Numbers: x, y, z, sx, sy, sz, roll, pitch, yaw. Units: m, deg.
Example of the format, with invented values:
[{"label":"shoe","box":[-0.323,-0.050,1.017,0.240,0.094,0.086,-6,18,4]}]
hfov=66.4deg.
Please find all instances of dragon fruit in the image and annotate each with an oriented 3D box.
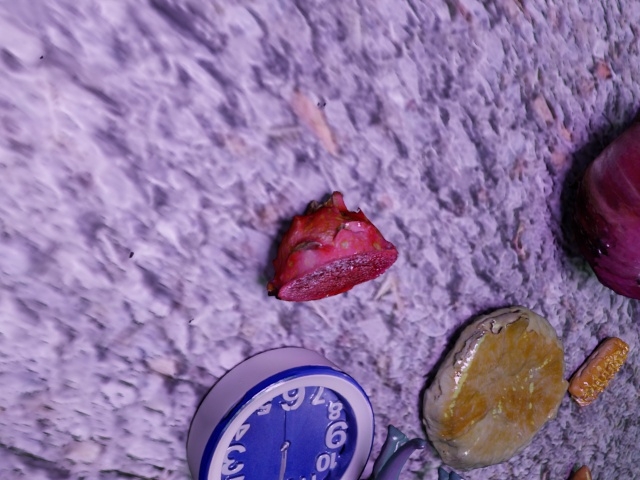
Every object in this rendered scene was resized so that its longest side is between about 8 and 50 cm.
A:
[{"label":"dragon fruit","box":[0.000,0.000,0.567,0.153,0.153,0.110,-7,63,-29]}]

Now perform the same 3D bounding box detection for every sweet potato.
[{"label":"sweet potato","box":[0.561,0.569,1.063,0.055,0.058,0.202,-57,141,-58]}]

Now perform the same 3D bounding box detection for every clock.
[{"label":"clock","box":[-0.046,0.252,0.611,0.231,0.083,0.230,-10,110,-29]}]

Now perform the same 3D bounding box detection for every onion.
[{"label":"onion","box":[0.577,-0.091,0.776,0.348,0.348,0.385,37,49,-32]}]

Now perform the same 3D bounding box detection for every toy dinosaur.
[{"label":"toy dinosaur","box":[0.055,0.422,0.646,0.331,0.129,0.383,-52,152,-14]}]

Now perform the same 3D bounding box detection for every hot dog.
[{"label":"hot dog","box":[0.561,0.261,0.982,0.165,0.045,0.071,-40,117,-14]}]

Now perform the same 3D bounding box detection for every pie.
[{"label":"pie","box":[0.292,0.243,0.808,0.307,0.071,0.306,-6,102,-28]}]
